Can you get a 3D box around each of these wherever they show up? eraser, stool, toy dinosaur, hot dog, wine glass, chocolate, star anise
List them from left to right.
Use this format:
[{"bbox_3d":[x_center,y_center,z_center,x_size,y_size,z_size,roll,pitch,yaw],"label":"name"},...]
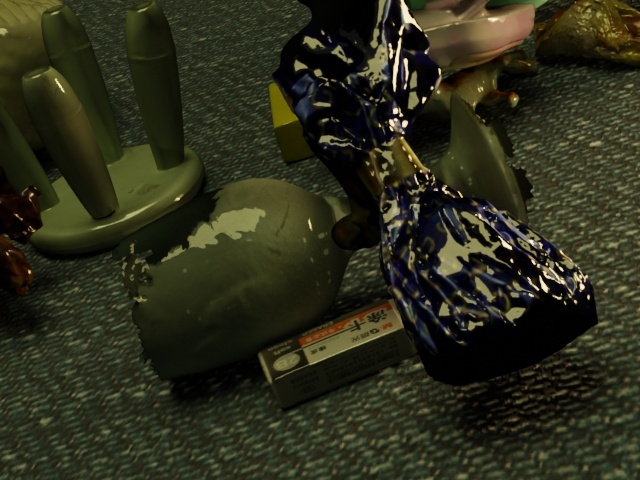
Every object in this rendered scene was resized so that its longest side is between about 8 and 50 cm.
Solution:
[{"bbox_3d":[-0.339,0.012,1.252,0.190,0.126,0.220,-43,47,16],"label":"star anise"},{"bbox_3d":[-0.237,-0.113,1.344,0.195,0.199,0.195,8,40,41],"label":"stool"},{"bbox_3d":[-0.001,-0.134,1.390,0.097,0.045,0.122,-15,27,5],"label":"eraser"},{"bbox_3d":[0.000,0.000,1.046,0.321,0.143,0.143,-23,27,-5],"label":"wine glass"},{"bbox_3d":[0.017,0.080,0.996,0.122,0.029,0.052,-22,27,-3],"label":"eraser"},{"bbox_3d":[0.048,-0.056,0.932,0.126,0.343,0.148,-3,-34,-47],"label":"chocolate"},{"bbox_3d":[0.110,-0.143,1.321,0.212,0.057,0.142,-10,20,9],"label":"toy dinosaur"},{"bbox_3d":[0.271,-0.213,1.336,0.078,0.061,0.169,-35,31,-30],"label":"hot dog"}]

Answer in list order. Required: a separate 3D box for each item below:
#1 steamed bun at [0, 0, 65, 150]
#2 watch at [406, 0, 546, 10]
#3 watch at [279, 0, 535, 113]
[{"bbox_3d":[-0.459,-0.175,1.573,0.339,0.247,0.352,19,26,27],"label":"steamed bun"},{"bbox_3d":[0.179,-0.319,1.590,0.195,0.068,0.237,-19,28,-1],"label":"watch"},{"bbox_3d":[0.065,-0.260,1.282,0.248,0.218,0.211,-13,12,9],"label":"watch"}]
